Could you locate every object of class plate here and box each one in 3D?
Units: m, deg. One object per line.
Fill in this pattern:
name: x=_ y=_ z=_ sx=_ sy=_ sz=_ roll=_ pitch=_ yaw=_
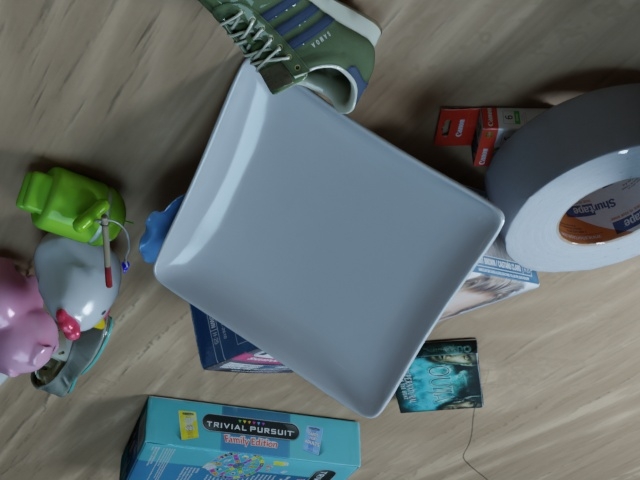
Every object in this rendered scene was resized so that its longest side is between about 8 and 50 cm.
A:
plate: x=0.000 y=0.000 z=1.039 sx=0.277 sy=0.045 sz=0.278 roll=32 pitch=121 yaw=7

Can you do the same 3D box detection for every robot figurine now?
robot figurine: x=-0.254 y=-0.035 z=1.124 sx=0.115 sy=0.067 sz=0.101 roll=21 pitch=169 yaw=-30

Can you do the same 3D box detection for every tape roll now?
tape roll: x=0.274 y=-0.055 z=1.053 sx=0.219 sy=0.072 sz=0.219 roll=-10 pitch=148 yaw=-6

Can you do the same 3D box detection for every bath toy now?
bath toy: x=-0.375 y=0.108 z=1.267 sx=0.348 sy=0.129 sz=0.151 roll=-25 pitch=140 yaw=23

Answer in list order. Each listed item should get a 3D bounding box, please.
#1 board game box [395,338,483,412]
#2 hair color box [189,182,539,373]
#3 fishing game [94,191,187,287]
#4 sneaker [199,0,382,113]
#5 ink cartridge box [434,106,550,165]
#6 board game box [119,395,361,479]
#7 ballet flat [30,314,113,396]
board game box: x=0.165 y=0.194 z=1.532 sx=0.126 sy=0.026 sz=0.186 roll=-5 pitch=148 yaw=9
hair color box: x=0.041 y=0.051 z=1.186 sx=0.347 sy=0.105 sz=0.174 roll=-24 pitch=161 yaw=32
fishing game: x=-0.107 y=-0.019 z=1.156 sx=0.264 sy=0.041 sz=0.189 roll=-11 pitch=150 yaw=-14
sneaker: x=-0.033 y=-0.163 z=0.881 sx=0.192 sy=0.086 sz=0.064 roll=18 pitch=166 yaw=-33
ink cartridge box: x=0.172 y=-0.100 z=1.058 sx=0.115 sy=0.029 sz=0.063 roll=0 pitch=148 yaw=-2
board game box: x=-0.136 y=0.351 z=1.732 sx=0.336 sy=0.079 sz=0.254 roll=10 pitch=147 yaw=-16
ballet flat: x=-0.334 y=0.149 z=1.418 sx=0.068 sy=0.072 sz=0.213 roll=18 pitch=144 yaw=-20
